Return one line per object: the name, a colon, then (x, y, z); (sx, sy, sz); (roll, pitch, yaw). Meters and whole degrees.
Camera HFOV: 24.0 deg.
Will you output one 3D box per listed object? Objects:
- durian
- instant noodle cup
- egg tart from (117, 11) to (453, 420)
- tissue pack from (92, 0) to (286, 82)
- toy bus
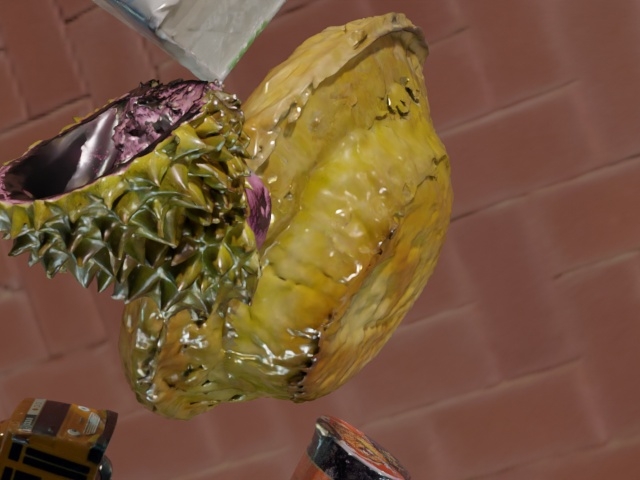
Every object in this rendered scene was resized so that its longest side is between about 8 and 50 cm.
durian: (-0.079, -0.002, 0.680); (0.119, 0.187, 0.108); (-33, 107, -12)
instant noodle cup: (0.013, 0.283, 1.672); (0.127, 0.127, 0.135); (35, 96, 15)
egg tart: (0.000, 0.000, 1.369); (0.178, 0.443, 0.443); (34, 111, 15)
tissue pack: (-0.096, -0.202, 0.833); (0.229, 0.145, 0.159); (36, 84, 25)
toy bus: (-0.262, 0.246, 1.391); (0.114, 0.098, 0.201); (18, 104, -5)
